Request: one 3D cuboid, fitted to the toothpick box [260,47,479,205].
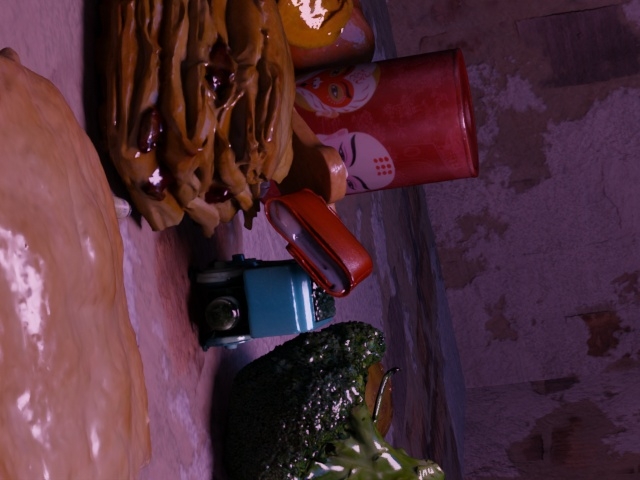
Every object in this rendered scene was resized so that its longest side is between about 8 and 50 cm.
[{"bbox_3d":[0.064,-0.172,2.142,0.204,0.333,0.204,-8,90,-78],"label":"toothpick box"}]

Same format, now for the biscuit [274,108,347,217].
[{"bbox_3d":[-0.054,-0.155,1.876,0.339,0.047,0.216,55,-28,31],"label":"biscuit"}]

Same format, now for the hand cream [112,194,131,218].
[{"bbox_3d":[-0.225,-0.038,1.442,0.102,0.022,0.035,17,66,-71],"label":"hand cream"}]

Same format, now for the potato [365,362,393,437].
[{"bbox_3d":[0.039,0.244,2.229,0.298,0.141,0.176,58,18,-65],"label":"potato"}]

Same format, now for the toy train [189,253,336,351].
[{"bbox_3d":[-0.067,0.072,1.772,0.203,0.163,0.112,-25,109,-78],"label":"toy train"}]

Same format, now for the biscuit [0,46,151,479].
[{"bbox_3d":[-0.231,0.067,1.131,0.429,0.104,0.446,-4,87,-78],"label":"biscuit"}]

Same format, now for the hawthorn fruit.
[{"bbox_3d":[-0.027,-0.339,2.236,0.251,0.199,0.199,17,65,-60],"label":"hawthorn fruit"}]

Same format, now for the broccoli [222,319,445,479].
[{"bbox_3d":[0.017,0.249,1.785,0.297,0.297,0.297,-59,-173,12],"label":"broccoli"}]

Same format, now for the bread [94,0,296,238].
[{"bbox_3d":[-0.118,-0.161,1.617,0.370,0.191,0.314,56,28,-68],"label":"bread"}]

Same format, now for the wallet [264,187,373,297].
[{"bbox_3d":[0.000,0.000,1.671,0.142,0.045,0.204,49,10,2],"label":"wallet"}]

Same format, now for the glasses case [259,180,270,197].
[{"bbox_3d":[-0.100,-0.159,2.023,0.072,0.042,0.190,140,-53,-68],"label":"glasses case"}]

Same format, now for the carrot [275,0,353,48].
[{"bbox_3d":[-0.024,-0.382,1.739,0.114,0.114,0.302,67,12,-53],"label":"carrot"}]
